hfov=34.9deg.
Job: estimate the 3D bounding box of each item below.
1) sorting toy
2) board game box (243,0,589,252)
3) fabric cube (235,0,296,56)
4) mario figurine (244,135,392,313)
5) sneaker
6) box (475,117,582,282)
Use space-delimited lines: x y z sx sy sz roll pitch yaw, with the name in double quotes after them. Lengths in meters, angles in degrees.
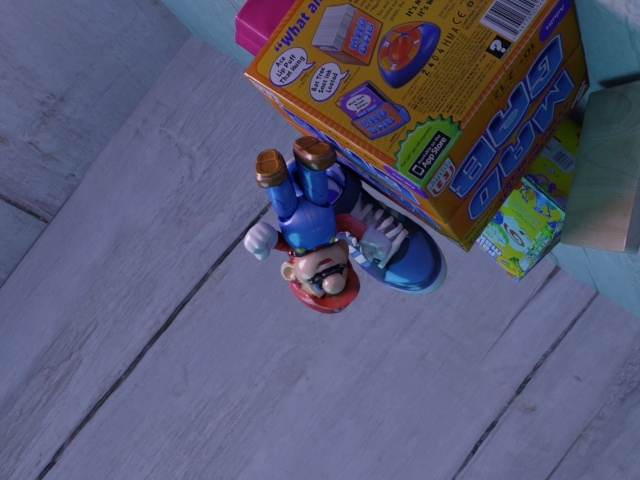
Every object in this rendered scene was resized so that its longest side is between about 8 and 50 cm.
0.480 -0.106 1.572 0.089 0.256 0.257 11 -179 -8 "sorting toy"
0.169 -0.259 1.641 0.356 0.356 0.356 36 179 24 "board game box"
0.009 -0.431 1.979 0.258 0.254 0.259 35 177 -4 "fabric cube"
0.000 0.000 1.663 0.198 0.170 0.321 0 130 21 "mario figurine"
0.060 -0.033 1.788 0.323 0.130 0.236 42 -172 28 "sneaker"
0.372 -0.122 1.969 0.290 0.177 0.279 44 152 12 "box"
